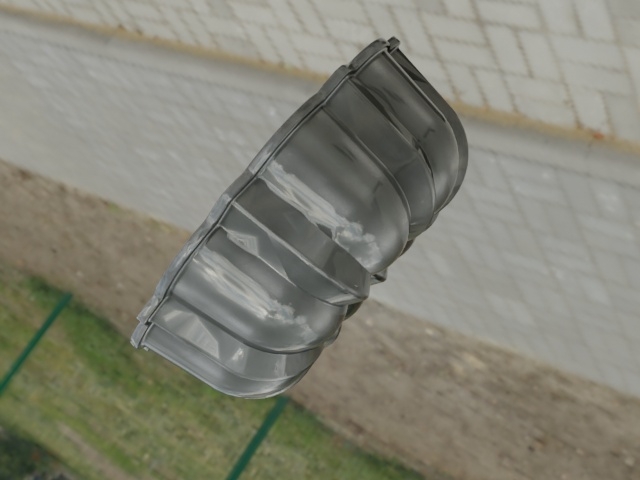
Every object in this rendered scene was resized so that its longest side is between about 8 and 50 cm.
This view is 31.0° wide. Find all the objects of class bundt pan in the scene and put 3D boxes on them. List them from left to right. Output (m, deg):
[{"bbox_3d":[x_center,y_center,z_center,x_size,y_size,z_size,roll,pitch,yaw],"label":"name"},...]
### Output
[{"bbox_3d":[0.000,0.000,0.939,0.124,0.331,0.331,40,162,5],"label":"bundt pan"}]
